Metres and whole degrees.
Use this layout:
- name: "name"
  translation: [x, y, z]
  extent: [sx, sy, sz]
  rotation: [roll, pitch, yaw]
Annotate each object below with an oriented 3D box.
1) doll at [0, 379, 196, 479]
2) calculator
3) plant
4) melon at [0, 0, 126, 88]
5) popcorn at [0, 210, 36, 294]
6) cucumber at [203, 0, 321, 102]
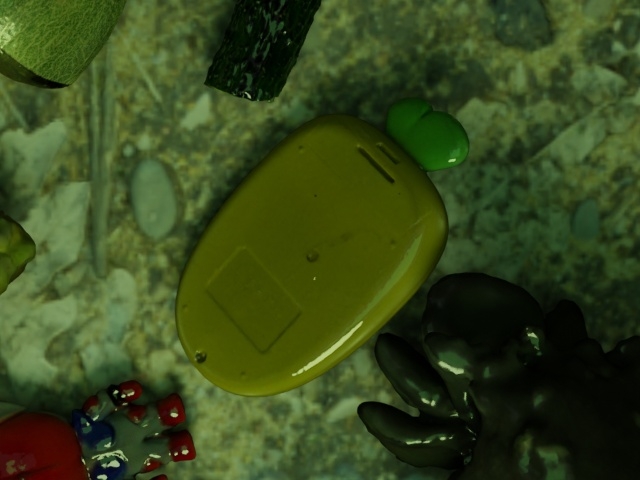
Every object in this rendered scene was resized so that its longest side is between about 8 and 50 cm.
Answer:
- name: "doll"
  translation: [-0.181, 0.149, 1.305]
  extent: [0.194, 0.062, 0.104]
  rotation: [-17, 114, -7]
- name: "calculator"
  translation: [0.000, 0.000, 1.270]
  extent: [0.235, 0.032, 0.146]
  rotation: [-48, 61, 6]
- name: "plant"
  translation: [0.144, 0.163, 1.232]
  extent: [0.188, 0.199, 0.276]
  rotation: [-50, 56, 38]
- name: "melon"
  translation: [-0.189, -0.185, 1.255]
  extent: [0.128, 0.079, 0.160]
  rotation: [-40, 95, 5]
- name: "popcorn"
  translation: [-0.263, 0.018, 1.255]
  extent: [0.126, 0.125, 0.145]
  rotation: [44, 69, -13]
- name: "cucumber"
  translation: [-0.020, -0.179, 1.274]
  extent: [0.058, 0.058, 0.187]
  rotation: [21, 94, -3]
